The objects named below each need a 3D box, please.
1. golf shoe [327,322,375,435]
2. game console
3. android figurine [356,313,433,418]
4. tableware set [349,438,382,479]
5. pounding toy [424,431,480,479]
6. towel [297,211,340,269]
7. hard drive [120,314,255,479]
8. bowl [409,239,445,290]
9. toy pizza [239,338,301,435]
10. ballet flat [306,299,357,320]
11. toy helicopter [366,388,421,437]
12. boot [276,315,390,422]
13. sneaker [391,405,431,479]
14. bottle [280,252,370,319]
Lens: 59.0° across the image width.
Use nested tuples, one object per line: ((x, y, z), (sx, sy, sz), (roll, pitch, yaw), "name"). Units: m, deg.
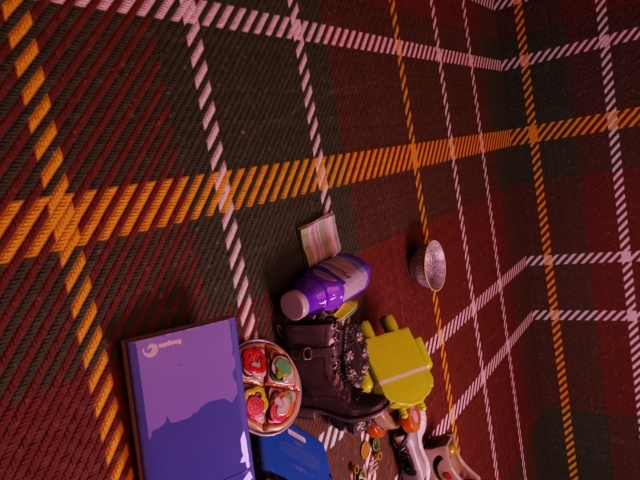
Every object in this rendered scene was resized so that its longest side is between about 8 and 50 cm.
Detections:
((0.056, 0.343, 1.408), (0.105, 0.120, 0.273), (4, 81, -50), "golf shoe")
((-0.106, 0.543, 1.227), (0.293, 0.173, 0.250), (47, 19, -42), "game console")
((0.197, 0.335, 1.514), (0.248, 0.056, 0.273), (-12, 66, -32), "android figurine")
((0.128, 0.611, 1.558), (0.154, 0.024, 0.104), (-8, 92, -55), "tableware set")
((0.419, 0.782, 1.844), (0.155, 0.154, 0.270), (-34, 113, -52), "pounding toy")
((0.000, 0.000, 1.446), (0.152, 0.023, 0.113), (-29, 109, -53), "towel")
((-0.231, 0.314, 1.018), (0.210, 0.040, 0.319), (-9, 94, -39), "hard drive")
((0.349, 0.085, 1.888), (0.170, 0.080, 0.170), (8, 80, -54), "bowl")
((-0.113, 0.302, 1.181), (0.201, 0.032, 0.201), (23, 53, -34), "toy pizza")
((0.018, 0.191, 1.413), (0.077, 0.077, 0.231), (58, 42, -8), "ballet flat")
((0.198, 0.374, 1.631), (0.235, 0.140, 0.355), (60, 31, -19), "toy helicopter")
((0.031, 0.286, 1.286), (0.091, 0.262, 0.229), (-133, -136, -87), "boot")
((0.260, 0.628, 1.699), (0.108, 0.100, 0.272), (0, 82, -41), "sneaker")
((0.012, 0.112, 1.367), (0.282, 0.118, 0.092), (-24, 133, -53), "bottle")
